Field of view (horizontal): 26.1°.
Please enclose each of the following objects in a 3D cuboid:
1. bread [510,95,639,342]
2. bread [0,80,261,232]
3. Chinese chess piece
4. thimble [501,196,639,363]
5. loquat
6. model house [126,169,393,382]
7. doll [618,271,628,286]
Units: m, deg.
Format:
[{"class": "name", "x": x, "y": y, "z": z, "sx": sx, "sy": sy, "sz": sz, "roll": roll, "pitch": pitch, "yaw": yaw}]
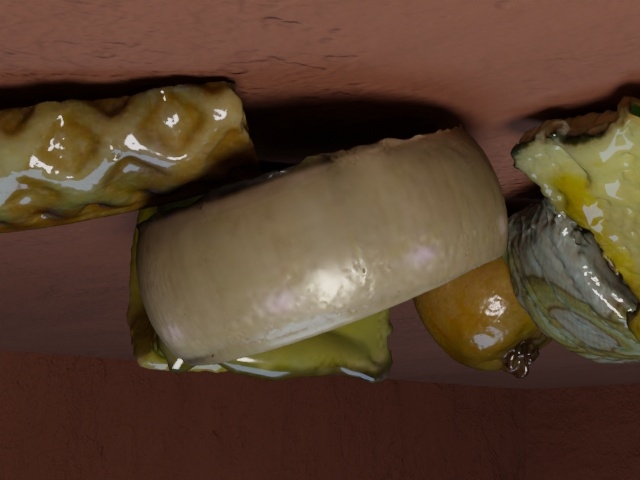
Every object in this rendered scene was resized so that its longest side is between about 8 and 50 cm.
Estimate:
[{"class": "bread", "x": 0.265, "y": -0.016, "z": 0.922, "sx": 0.251, "sy": 0.133, "sz": 0.174, "roll": 51, "pitch": 145, "yaw": -16}, {"class": "bread", "x": -0.155, "y": -0.053, "z": 0.885, "sx": 0.232, "sy": 0.087, "sz": 0.128, "roll": -5, "pitch": 179, "yaw": 2}, {"class": "Chinese chess piece", "x": 0.000, "y": 0.000, "z": 0.919, "sx": 0.250, "sy": 0.103, "sz": 0.250, "roll": -18, "pitch": -179, "yaw": 0}, {"class": "thimble", "x": 0.241, "y": 0.021, "z": 1.130, "sx": 0.191, "sy": 0.137, "sz": 0.143, "roll": 26, "pitch": 165, "yaw": -10}, {"class": "loquat", "x": 0.154, "y": 0.048, "z": 1.257, "sx": 0.137, "sy": 0.163, "sz": 0.163, "roll": -28, "pitch": 176, "yaw": -13}, {"class": "model house", "x": -0.060, "y": 0.043, "z": 1.151, "sx": 0.194, "sy": 0.174, "sz": 0.234, "roll": 2, "pitch": 167, "yaw": -17}, {"class": "doll", "x": 0.394, "y": 0.022, "z": 1.201, "sx": 0.154, "sy": 0.119, "sz": 0.278, "roll": 10, "pitch": 171, "yaw": -30}]
